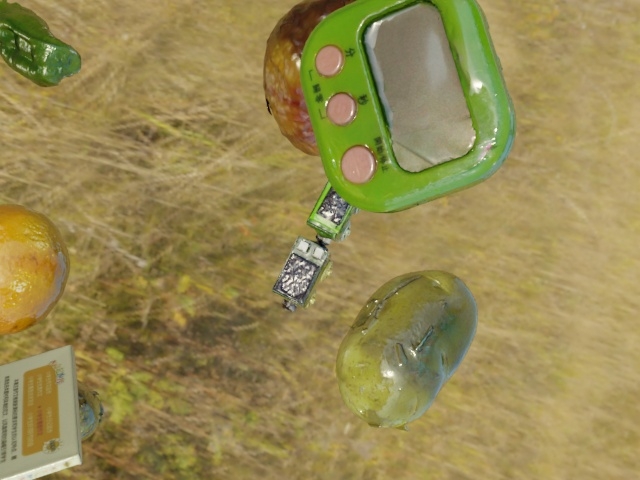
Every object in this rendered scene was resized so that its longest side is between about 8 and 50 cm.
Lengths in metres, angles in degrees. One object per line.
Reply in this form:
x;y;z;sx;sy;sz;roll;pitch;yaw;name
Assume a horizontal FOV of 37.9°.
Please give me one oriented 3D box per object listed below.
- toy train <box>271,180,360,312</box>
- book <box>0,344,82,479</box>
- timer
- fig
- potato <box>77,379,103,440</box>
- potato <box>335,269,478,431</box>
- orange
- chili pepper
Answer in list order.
0.000;0.000;1.221;0.202;0.060;0.081;-63;170;-7;toy train
-0.399;0.210;0.971;0.295;0.208;0.020;-16;119;-8;book
0.055;-0.092;0.601;0.047;0.128;0.140;5;68;-66;timer
0.038;-0.304;1.553;0.369;0.286;0.286;-99;-172;-58;fig
-0.376;0.240;1.340;0.090;0.117;0.225;-68;-163;-7;potato
0.123;0.146;1.317;0.248;0.143;0.169;-46;109;-21;potato
-0.426;0.038;1.257;0.155;0.177;0.178;44;64;-41;orange
-0.366;-0.249;1.132;0.073;0.204;0.072;6;117;-47;chili pepper
